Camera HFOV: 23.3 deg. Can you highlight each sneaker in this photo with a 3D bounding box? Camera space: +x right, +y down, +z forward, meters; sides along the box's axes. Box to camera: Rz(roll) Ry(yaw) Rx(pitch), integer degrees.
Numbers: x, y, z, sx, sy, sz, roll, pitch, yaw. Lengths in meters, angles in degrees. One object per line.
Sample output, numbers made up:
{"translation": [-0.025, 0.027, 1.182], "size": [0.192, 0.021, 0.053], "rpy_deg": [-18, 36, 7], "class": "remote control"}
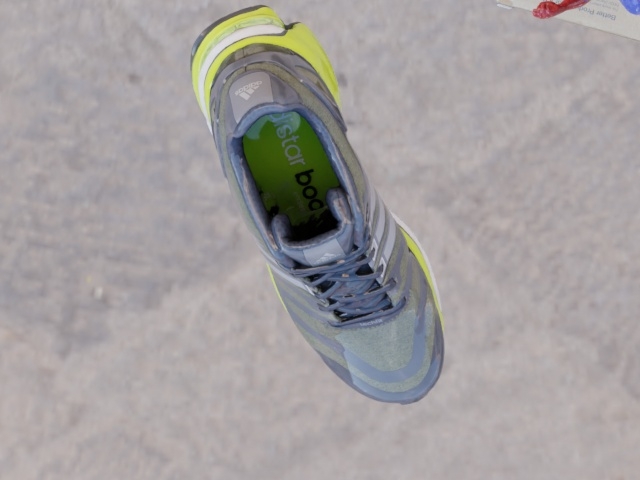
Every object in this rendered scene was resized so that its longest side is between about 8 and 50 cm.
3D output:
{"translation": [0.000, 0.000, 1.016], "size": [0.111, 0.121, 0.300], "rpy_deg": [-25, 117, 10], "class": "sneaker"}

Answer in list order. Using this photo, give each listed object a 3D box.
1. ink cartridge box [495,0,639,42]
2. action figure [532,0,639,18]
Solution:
{"translation": [0.324, -0.326, 1.679], "size": [0.235, 0.088, 0.193], "rpy_deg": [18, 124, 14], "class": "ink cartridge box"}
{"translation": [0.236, -0.234, 1.369], "size": [0.139, 0.280, 0.091], "rpy_deg": [-10, 118, -9], "class": "action figure"}
